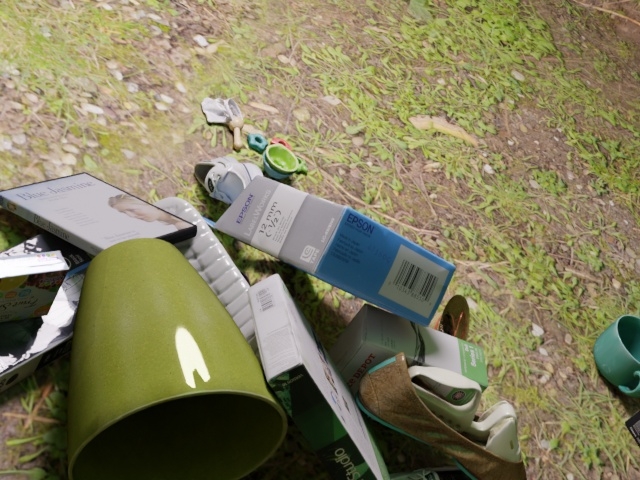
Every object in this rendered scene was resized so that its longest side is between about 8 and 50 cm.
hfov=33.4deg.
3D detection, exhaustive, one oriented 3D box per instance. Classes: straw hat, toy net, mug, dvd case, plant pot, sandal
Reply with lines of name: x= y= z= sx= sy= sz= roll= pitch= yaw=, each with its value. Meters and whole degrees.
straw hat: x=0.205 y=0.155 z=1.855 sx=0.061 sy=0.145 sz=0.144 roll=9 pitch=28 yaw=29
toy net: x=-0.121 y=-0.204 z=1.995 sx=0.232 sy=0.045 sz=0.122 roll=44 pitch=40 yaw=11
mug: x=0.582 y=0.227 z=2.034 sx=0.129 sy=0.097 sz=0.157 roll=45 pitch=40 yaw=10
dvd case: x=-0.335 y=-0.039 z=1.597 sx=0.253 sy=0.022 sz=0.180 roll=24 pitch=26 yaw=30
plant pot: x=-0.214 y=0.151 z=1.394 sx=0.274 sy=0.275 sz=0.294 roll=6 pitch=47 yaw=-32
sandal: x=-0.167 y=0.104 z=1.602 sx=0.102 sy=0.169 sz=0.416 roll=52 pitch=12 yaw=-56

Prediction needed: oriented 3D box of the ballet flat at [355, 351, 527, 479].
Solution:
ballet flat: x=0.213 y=0.271 z=1.596 sx=0.342 sy=0.124 sz=0.116 roll=35 pitch=19 yaw=-16

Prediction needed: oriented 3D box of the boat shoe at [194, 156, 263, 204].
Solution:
boat shoe: x=-0.156 y=-0.092 z=1.785 sx=0.075 sy=0.083 sz=0.226 roll=-5 pitch=12 yaw=-20

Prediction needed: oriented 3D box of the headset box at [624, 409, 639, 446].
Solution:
headset box: x=0.715 y=0.328 z=1.874 sx=0.110 sy=0.293 sz=0.218 roll=-3 pitch=52 yaw=-37

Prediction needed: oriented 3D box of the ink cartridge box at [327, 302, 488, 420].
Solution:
ink cartridge box: x=0.126 y=0.209 z=1.670 sx=0.219 sy=0.160 sz=0.093 roll=23 pitch=38 yaw=-17

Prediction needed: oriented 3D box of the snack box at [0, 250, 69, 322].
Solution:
snack box: x=-0.408 y=0.064 z=1.374 sx=0.141 sy=0.100 sz=0.037 roll=-7 pitch=55 yaw=-40

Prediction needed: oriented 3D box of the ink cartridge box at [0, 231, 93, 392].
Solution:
ink cartridge box: x=-0.430 y=0.107 z=1.447 sx=0.165 sy=0.065 sz=0.332 roll=45 pitch=41 yaw=9

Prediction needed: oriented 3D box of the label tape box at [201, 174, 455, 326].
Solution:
label tape box: x=0.000 y=0.000 z=1.646 sx=0.249 sy=0.115 sz=0.347 roll=26 pitch=0 yaw=-39

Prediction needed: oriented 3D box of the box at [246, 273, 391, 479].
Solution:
box: x=0.007 y=0.228 z=1.459 sx=0.322 sy=0.058 sz=0.232 roll=58 pitch=5 yaw=-28

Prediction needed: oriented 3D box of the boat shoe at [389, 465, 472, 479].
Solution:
boat shoe: x=0.159 y=0.371 z=1.608 sx=0.184 sy=0.063 sz=0.066 roll=8 pitch=46 yaw=-31
